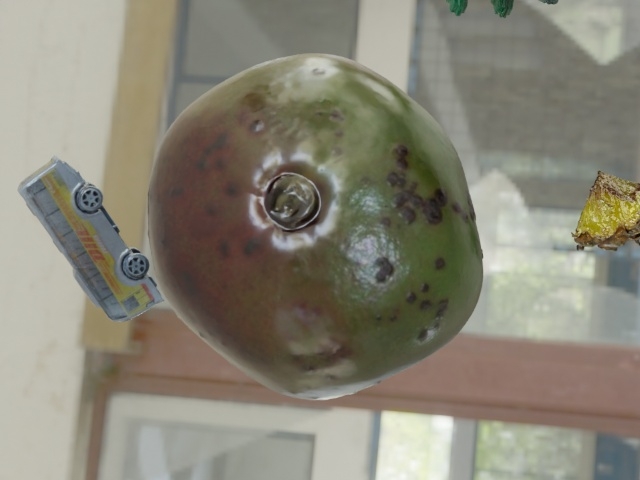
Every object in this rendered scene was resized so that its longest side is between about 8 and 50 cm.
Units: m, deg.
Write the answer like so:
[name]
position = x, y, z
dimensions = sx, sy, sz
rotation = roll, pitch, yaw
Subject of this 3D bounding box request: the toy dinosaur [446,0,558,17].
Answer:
[toy dinosaur]
position = 0.166, -0.317, 1.375
dimensions = 0.153, 0.094, 0.259
rotation = -43, 55, 50

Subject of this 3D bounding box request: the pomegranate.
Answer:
[pomegranate]
position = 0.018, -0.003, 1.247
dimensions = 0.323, 0.291, 0.291
rotation = 22, -109, -55

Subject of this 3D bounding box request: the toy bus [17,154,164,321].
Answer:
[toy bus]
position = -0.243, 0.000, 1.572
dimensions = 0.190, 0.075, 0.064
rotation = 58, 171, -13

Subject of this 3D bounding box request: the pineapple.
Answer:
[pineapple]
position = 0.295, -0.030, 1.368
dimensions = 0.114, 0.114, 0.077
rotation = -8, -86, -57
